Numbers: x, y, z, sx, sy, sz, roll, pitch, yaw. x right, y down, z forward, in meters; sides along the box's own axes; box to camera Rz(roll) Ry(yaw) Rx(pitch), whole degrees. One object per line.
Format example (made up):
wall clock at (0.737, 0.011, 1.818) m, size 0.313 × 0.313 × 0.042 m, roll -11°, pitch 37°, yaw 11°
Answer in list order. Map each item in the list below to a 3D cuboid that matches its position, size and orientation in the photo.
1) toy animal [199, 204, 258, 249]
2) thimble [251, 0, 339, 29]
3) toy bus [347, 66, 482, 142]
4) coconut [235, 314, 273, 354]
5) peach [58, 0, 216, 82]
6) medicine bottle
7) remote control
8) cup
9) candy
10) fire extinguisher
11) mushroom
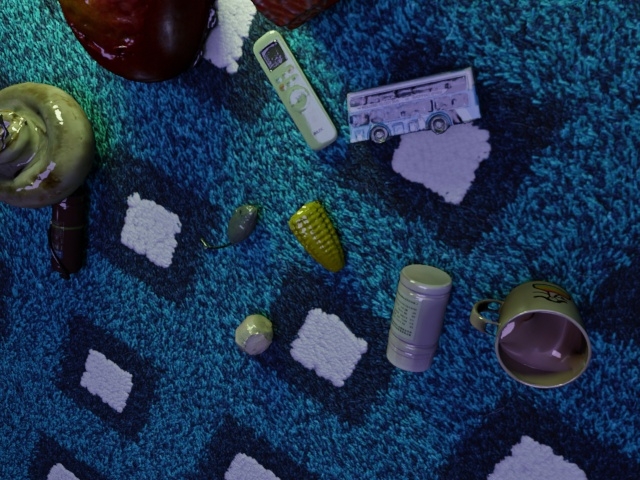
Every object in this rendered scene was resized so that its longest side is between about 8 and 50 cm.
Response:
toy animal at (-0.250, -0.024, 1.502) m, size 0.253 × 0.070 × 0.079 m, roll -36°, pitch 58°, yaw 39°
thimble at (-0.070, -0.627, 1.061) m, size 0.230 × 0.350 × 0.350 m, roll -23°, pitch 99°, yaw 25°
toy bus at (0.210, -0.301, 1.201) m, size 0.297 × 0.106 × 0.131 m, roll -5°, pitch 105°, yaw 20°
coconut at (-0.201, 0.287, 1.560) m, size 0.110 × 0.110 × 0.124 m, roll 37°, pitch 113°, yaw 4°
peach at (-0.452, -0.578, 1.268) m, size 0.338 × 0.353 × 0.417 m, roll 20°, pitch 156°, yaw 20°
medicine bottle at (0.249, 0.198, 1.348) m, size 0.133 × 0.133 × 0.250 m, roll 12°, pitch 113°, yaw 16°
remote control at (-0.059, -0.371, 1.311) m, size 0.090 × 0.038 × 0.310 m, roll -27°, pitch 97°, yaw 26°
cup at (0.476, 0.195, 1.222) m, size 0.252 × 0.200 × 0.192 m, roll 15°, pitch 113°, yaw 14°
candy at (0.000, 0.000, 1.395) m, size 0.106 × 0.094 × 0.199 m, roll -27°, pitch 103°, yaw 21°
fire extinguisher at (-0.821, -0.011, 1.699) m, size 0.141 × 0.105 × 0.342 m, roll 45°, pitch 128°, yaw 47°
mushroom at (-0.826, -0.273, 1.471) m, size 0.361 × 0.294 × 0.363 m, roll -1°, pitch 86°, yaw 12°
